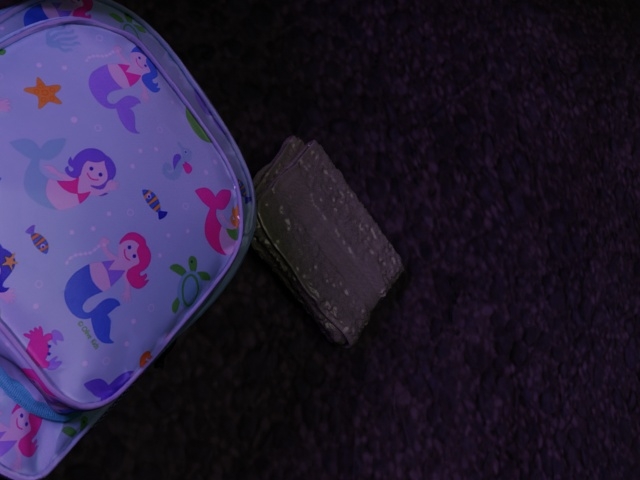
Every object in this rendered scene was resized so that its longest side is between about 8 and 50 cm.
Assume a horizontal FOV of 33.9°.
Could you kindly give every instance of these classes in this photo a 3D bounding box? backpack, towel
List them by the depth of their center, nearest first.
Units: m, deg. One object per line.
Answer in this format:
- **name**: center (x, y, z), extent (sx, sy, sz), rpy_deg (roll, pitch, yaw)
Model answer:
- **backpack**: center (-0.156, -0.017, 0.593), extent (0.225, 0.191, 0.253), rpy_deg (55, 45, -13)
- **towel**: center (0.000, 0.000, 0.815), extent (0.148, 0.027, 0.110), rpy_deg (51, 51, -16)
